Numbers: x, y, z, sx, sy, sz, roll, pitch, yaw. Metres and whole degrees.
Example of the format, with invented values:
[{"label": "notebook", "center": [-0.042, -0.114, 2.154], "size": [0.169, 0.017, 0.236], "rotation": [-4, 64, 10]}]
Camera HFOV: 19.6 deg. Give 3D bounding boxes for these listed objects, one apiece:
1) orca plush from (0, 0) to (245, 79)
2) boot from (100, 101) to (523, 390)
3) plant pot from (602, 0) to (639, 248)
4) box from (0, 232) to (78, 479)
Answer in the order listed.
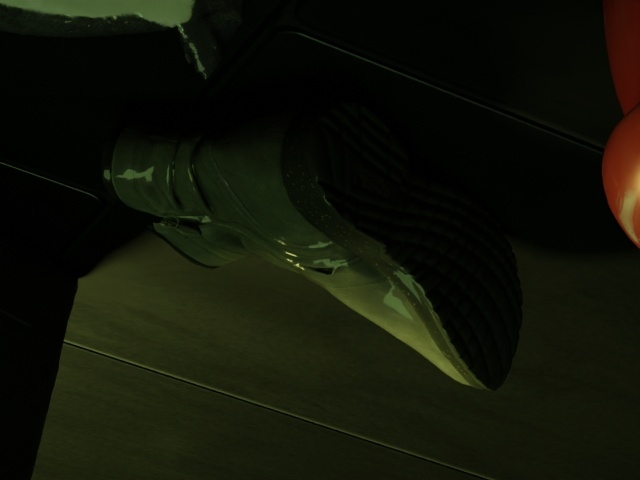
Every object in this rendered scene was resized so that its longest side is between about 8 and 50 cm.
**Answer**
[{"label": "orca plush", "center": [-0.166, -0.160, 0.758], "size": [0.287, 0.102, 0.151], "rotation": [4, 116, -21]}, {"label": "boot", "center": [0.000, 0.000, 1.042], "size": [0.161, 0.083, 0.246], "rotation": [-1, 148, 38]}, {"label": "plant pot", "center": [0.197, -0.073, 0.684], "size": [0.191, 0.174, 0.191], "rotation": [8, 156, 3]}, {"label": "box", "center": [-0.443, 0.154, 1.059], "size": [0.297, 0.472, 0.480], "rotation": [-11, 147, 41]}]
